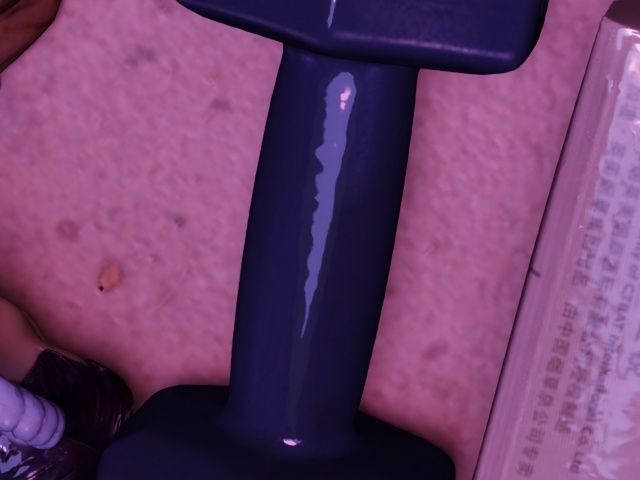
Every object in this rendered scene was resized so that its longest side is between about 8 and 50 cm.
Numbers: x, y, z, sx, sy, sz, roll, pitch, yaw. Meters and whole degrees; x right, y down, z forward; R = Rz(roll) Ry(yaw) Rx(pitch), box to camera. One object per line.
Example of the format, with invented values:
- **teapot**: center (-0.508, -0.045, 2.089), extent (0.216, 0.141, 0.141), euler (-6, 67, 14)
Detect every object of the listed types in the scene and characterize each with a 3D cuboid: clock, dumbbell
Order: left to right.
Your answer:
- **clock**: center (-0.176, 0.047, 0.812), extent (0.195, 0.194, 0.100), euler (27, 83, 2)
- **dumbbell**: center (0.000, 0.000, 0.780), extent (0.160, 0.144, 0.325), euler (22, 110, 37)

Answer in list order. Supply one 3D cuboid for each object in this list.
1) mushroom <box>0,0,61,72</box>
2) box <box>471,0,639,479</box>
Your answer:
- **mushroom**: center (-0.169, -0.144, 0.780), extent (0.156, 0.151, 0.286), euler (32, 107, 0)
- **box**: center (0.112, 0.036, 0.763), extent (0.071, 0.168, 0.259), euler (14, 106, 8)
